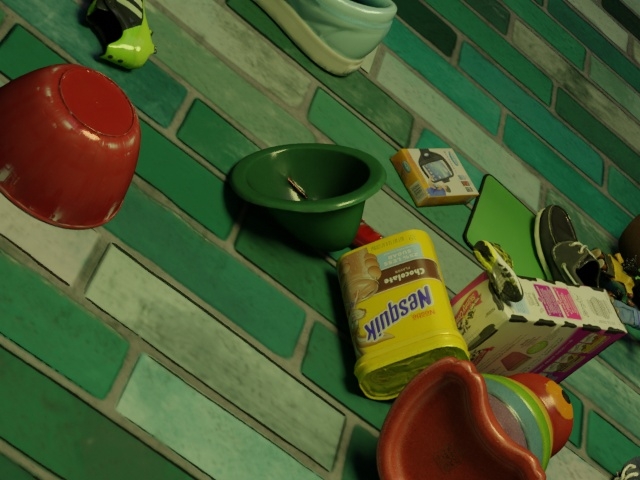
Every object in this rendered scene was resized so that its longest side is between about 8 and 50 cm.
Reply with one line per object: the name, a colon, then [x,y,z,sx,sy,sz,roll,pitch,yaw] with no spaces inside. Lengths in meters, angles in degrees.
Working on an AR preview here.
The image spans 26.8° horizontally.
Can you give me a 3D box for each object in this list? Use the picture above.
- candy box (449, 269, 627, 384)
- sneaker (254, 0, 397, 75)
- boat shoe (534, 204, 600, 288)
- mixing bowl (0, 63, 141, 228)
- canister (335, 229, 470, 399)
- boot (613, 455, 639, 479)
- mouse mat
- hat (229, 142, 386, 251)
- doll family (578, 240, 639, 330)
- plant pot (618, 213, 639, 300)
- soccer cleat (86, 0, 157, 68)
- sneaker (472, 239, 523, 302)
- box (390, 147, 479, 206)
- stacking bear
candy box: [0.234,0.116,1.615,0.233,0.159,0.071,9,48,-43]
sneaker: [-0.043,-0.397,1.814,0.366,0.150,0.135,41,35,-11]
boat shoe: [0.361,0.040,1.888,0.084,0.079,0.233,24,42,-34]
mixing bowl: [-0.251,-0.113,1.369,0.181,0.098,0.181,29,39,-26]
canister: [0.089,0.081,1.527,0.073,0.126,0.169,56,17,-50]
boot: [0.389,0.322,1.678,0.190,0.069,0.086,4,47,-55]
mouse mat: [0.273,-0.003,1.903,0.153,0.007,0.189,42,36,-10]
hat: [0.000,0.000,1.595,0.209,0.183,0.173,4,30,9]
doll family: [0.433,0.076,1.947,0.111,0.076,0.193,27,45,-35]
plant pot: [0.559,0.057,2.007,0.215,0.215,0.230,4,40,-45]
soccer cleat: [-0.241,-0.281,1.573,0.072,0.060,0.178,10,53,-40]
sneaker: [0.206,0.032,1.503,0.035,0.031,0.083,-8,59,-45]
box: [0.163,-0.088,1.848,0.136,0.028,0.081,-7,62,-48]
stacking bear: [0.192,0.215,1.483,0.175,0.164,0.289,57,25,13]
